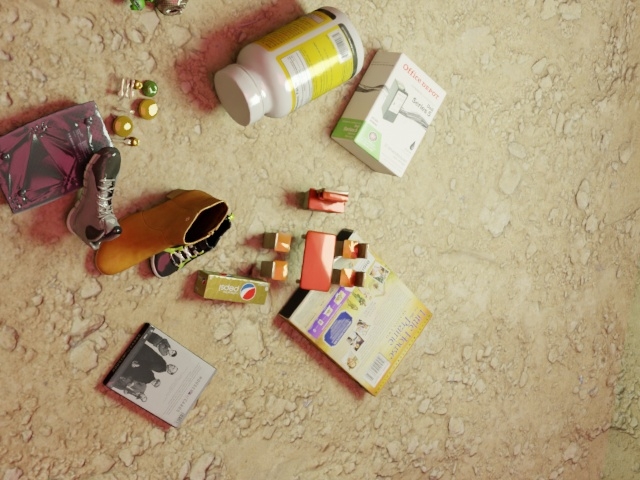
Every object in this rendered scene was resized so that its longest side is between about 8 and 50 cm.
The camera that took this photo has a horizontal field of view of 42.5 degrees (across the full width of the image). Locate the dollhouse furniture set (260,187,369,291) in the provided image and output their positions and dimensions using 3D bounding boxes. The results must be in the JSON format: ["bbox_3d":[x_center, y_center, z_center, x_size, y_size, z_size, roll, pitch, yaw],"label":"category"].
[{"bbox_3d":[0.000,0.000,2.105,0.262,0.135,0.259,7,87,-21],"label":"dollhouse furniture set"}]

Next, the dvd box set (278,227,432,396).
[{"bbox_3d":[0.111,0.208,2.319,0.420,0.062,0.307,44,76,-34],"label":"dvd box set"}]

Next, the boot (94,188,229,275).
[{"bbox_3d":[-0.356,-0.013,1.845,0.295,0.211,0.104,-43,121,-18],"label":"boot"}]

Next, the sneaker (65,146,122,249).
[{"bbox_3d":[-0.455,-0.078,1.765,0.086,0.132,0.228,-7,133,-51],"label":"sneaker"}]

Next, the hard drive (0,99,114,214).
[{"bbox_3d":[-0.571,-0.180,1.750,0.255,0.054,0.171,-30,117,-26],"label":"hard drive"}]

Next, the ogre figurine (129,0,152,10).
[{"bbox_3d":[-0.367,-0.600,1.767,0.197,0.097,0.118,-41,141,-2],"label":"ogre figurine"}]

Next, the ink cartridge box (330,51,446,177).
[{"bbox_3d":[0.184,-0.337,2.196,0.198,0.115,0.272,33,82,-36],"label":"ink cartridge box"}]

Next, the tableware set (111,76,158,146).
[{"bbox_3d":[-0.417,-0.288,1.852,0.104,0.024,0.154,5,98,-39],"label":"tableware set"}]

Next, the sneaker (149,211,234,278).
[{"bbox_3d":[-0.304,0.002,1.955,0.235,0.097,0.084,-44,122,-18],"label":"sneaker"}]

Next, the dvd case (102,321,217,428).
[{"bbox_3d":[-0.389,0.334,2.023,0.239,0.030,0.179,43,77,-35],"label":"dvd case"}]

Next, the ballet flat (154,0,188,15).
[{"bbox_3d":[-0.262,-0.586,1.842,0.250,0.084,0.058,-43,107,-13],"label":"ballet flat"}]

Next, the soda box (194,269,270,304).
[{"bbox_3d":[-0.221,0.119,2.067,0.181,0.058,0.061,11,96,-36],"label":"soda box"}]

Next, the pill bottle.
[{"bbox_3d":[-0.076,-0.407,1.954,0.334,0.188,0.187,-33,118,-24],"label":"pill bottle"}]
